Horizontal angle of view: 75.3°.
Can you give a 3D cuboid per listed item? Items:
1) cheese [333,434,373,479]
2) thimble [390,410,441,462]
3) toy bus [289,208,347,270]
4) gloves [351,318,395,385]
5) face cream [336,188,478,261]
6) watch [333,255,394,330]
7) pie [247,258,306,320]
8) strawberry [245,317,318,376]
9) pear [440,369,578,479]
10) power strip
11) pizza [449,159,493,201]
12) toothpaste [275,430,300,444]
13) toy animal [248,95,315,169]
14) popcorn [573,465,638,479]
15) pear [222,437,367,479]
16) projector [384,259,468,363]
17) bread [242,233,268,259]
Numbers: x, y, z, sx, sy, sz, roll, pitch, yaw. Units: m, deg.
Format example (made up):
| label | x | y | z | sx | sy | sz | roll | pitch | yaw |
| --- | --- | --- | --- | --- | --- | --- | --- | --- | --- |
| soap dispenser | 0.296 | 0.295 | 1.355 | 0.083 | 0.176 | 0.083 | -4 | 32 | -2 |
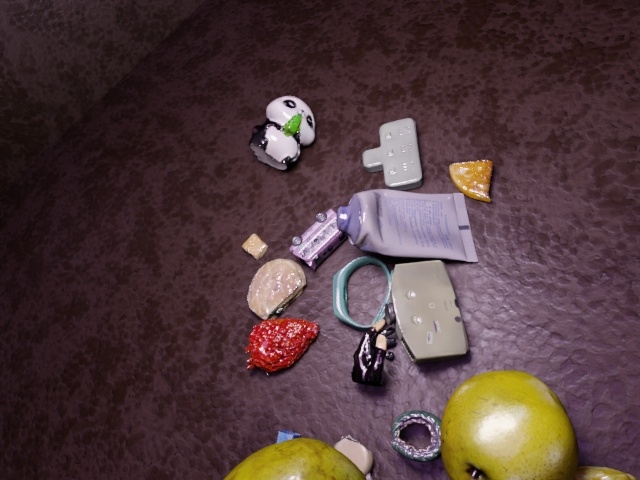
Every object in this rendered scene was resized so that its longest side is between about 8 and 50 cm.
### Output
| label | x | y | z | sx | sy | sz | roll | pitch | yaw |
| --- | --- | --- | --- | --- | --- | --- | --- | --- | --- |
| cheese | 0.104 | 0.586 | 1.081 | 0.171 | 0.047 | 0.092 | 36 | 86 | 32 |
| thimble | 0.250 | 0.489 | 1.043 | 0.135 | 0.090 | 0.119 | 1 | 64 | 25 |
| toy bus | 0.000 | 0.000 | 1.374 | 0.199 | 0.096 | 0.108 | -44 | 62 | -6 |
| gloves | 0.143 | 0.305 | 1.151 | 0.106 | 0.129 | 0.181 | 1 | 66 | 26 |
| face cream | 0.251 | -0.055 | 1.213 | 0.419 | 0.137 | 0.235 | 3 | 62 | -11 |
| watch | 0.133 | 0.166 | 1.261 | 0.195 | 0.068 | 0.237 | -7 | 60 | 17 |
| pie | -0.156 | 0.151 | 1.391 | 0.218 | 0.052 | 0.185 | -43 | 59 | 1 |
| strawberry | -0.120 | 0.317 | 1.270 | 0.228 | 0.098 | 0.175 | -11 | 63 | 18 |
| pear | 0.396 | 0.428 | 0.894 | 0.294 | 0.294 | 0.295 | -9 | 63 | 18 |
| power strip | 0.244 | -0.290 | 1.431 | 0.193 | 0.059 | 0.265 | -10 | 64 | 18 |
| pizza | 0.485 | -0.200 | 1.301 | 0.178 | 0.041 | 0.131 | 39 | 87 | 32 |
| toothpaste | -0.113 | 0.665 | 1.121 | 0.053 | 0.066 | 0.272 | 3 | 68 | 24 |
| toy animal | -0.132 | -0.408 | 1.557 | 0.212 | 0.212 | 0.267 | 32 | 87 | 31 |
| popcorn | 0.588 | 0.558 | 0.813 | 0.183 | 0.204 | 0.221 | -45 | 45 | -2 |
| pear | -0.054 | 0.636 | 0.921 | 0.413 | 0.352 | 0.352 | 9 | 63 | -19 |
| projector | 0.277 | 0.195 | 1.144 | 0.193 | 0.088 | 0.270 | -5 | 63 | -4 |
| bread | -0.233 | 0.022 | 1.494 | 0.083 | 0.035 | 0.070 | 36 | 84 | 25 |
